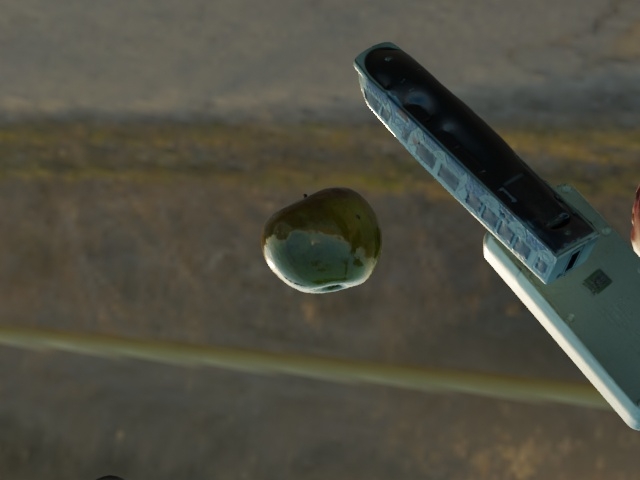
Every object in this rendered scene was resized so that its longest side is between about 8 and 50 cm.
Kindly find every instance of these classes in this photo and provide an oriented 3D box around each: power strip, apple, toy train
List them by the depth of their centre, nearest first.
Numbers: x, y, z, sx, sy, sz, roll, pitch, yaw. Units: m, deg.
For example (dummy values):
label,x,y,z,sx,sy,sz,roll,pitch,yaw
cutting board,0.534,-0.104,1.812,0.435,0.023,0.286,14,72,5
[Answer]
label,x,y,z,sx,sy,sz,roll,pitch,yaw
toy train,0.097,-0.056,1.271,0.207,0.043,0.047,46,145,22
power strip,0.192,0.042,1.297,0.192,0.081,0.035,50,165,25
apple,0.000,0.000,1.401,0.089,0.074,0.089,-10,172,-1

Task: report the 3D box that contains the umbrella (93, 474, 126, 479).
label,x,y,z,sx,sy,sz,roll,pitch,yaw
umbrella,-0.194,0.389,1.830,0.073,0.337,0.067,-1,-167,8

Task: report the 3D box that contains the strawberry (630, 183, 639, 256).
label,x,y,z,sx,sy,sz,roll,pitch,yaw
strawberry,0.411,0.018,1.816,0.310,0.291,0.292,-19,-177,-25
